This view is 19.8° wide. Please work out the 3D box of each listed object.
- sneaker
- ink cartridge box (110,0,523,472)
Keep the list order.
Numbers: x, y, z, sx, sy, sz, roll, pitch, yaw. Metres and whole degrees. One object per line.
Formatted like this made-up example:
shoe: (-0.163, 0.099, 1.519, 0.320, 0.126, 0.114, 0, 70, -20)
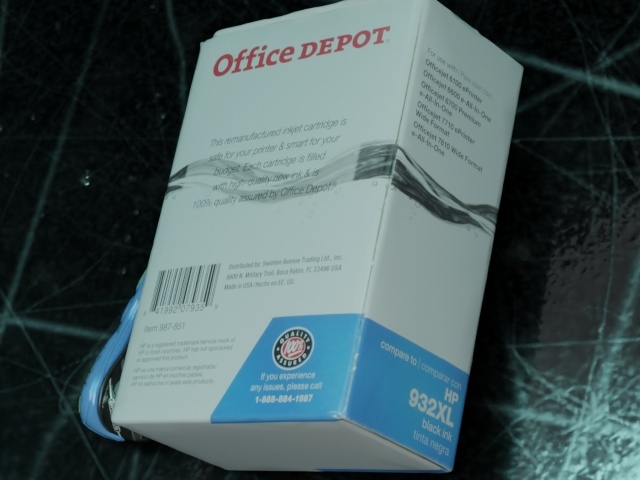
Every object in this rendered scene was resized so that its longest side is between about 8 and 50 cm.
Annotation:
sneaker: (-0.113, 0.069, 1.390, 0.078, 0.067, 0.188, 26, 75, 4)
ink cartridge box: (0.000, 0.000, 1.298, 0.223, 0.129, 0.307, -6, 64, 43)
